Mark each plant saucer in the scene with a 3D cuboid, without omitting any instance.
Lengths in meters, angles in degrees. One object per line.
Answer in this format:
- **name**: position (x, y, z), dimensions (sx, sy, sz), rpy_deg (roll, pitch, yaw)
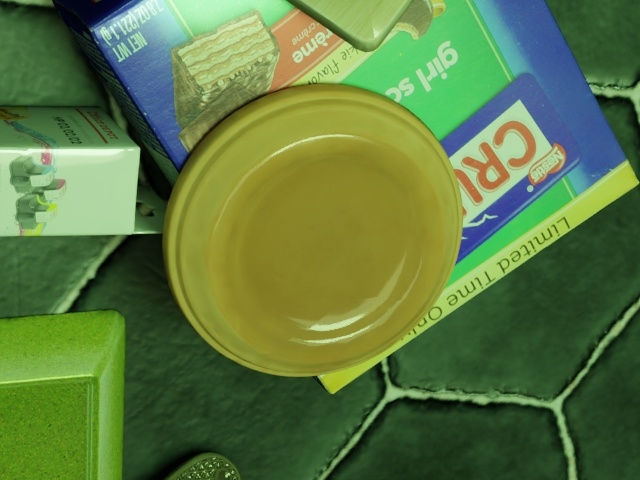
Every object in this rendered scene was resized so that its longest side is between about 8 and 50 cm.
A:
- **plant saucer**: position (-0.223, 0.149, 1.200), dimensions (0.188, 0.045, 0.188), rpy_deg (-4, 110, -21)
- **plant saucer**: position (0.000, 0.000, 1.104), dimensions (0.200, 0.037, 0.200), rpy_deg (-6, 113, -15)

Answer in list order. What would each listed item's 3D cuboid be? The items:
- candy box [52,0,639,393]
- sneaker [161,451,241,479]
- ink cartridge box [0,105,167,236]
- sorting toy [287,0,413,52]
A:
- **candy box**: position (0.021, -0.099, 1.162), dimensions (0.268, 0.122, 0.317), rpy_deg (-35, 118, -5)
- **sneaker**: position (-0.131, 0.233, 1.263), dimensions (0.066, 0.071, 0.188), rpy_deg (41, 71, -19)
- **ink cartridge box**: position (-0.181, -0.046, 1.112), dimensions (0.181, 0.104, 0.061), rpy_deg (-1, 110, -22)
- **sorting toy**: position (0.002, -0.290, 1.013), dimensions (0.255, 0.089, 0.257), rpy_deg (35, 82, 4)
